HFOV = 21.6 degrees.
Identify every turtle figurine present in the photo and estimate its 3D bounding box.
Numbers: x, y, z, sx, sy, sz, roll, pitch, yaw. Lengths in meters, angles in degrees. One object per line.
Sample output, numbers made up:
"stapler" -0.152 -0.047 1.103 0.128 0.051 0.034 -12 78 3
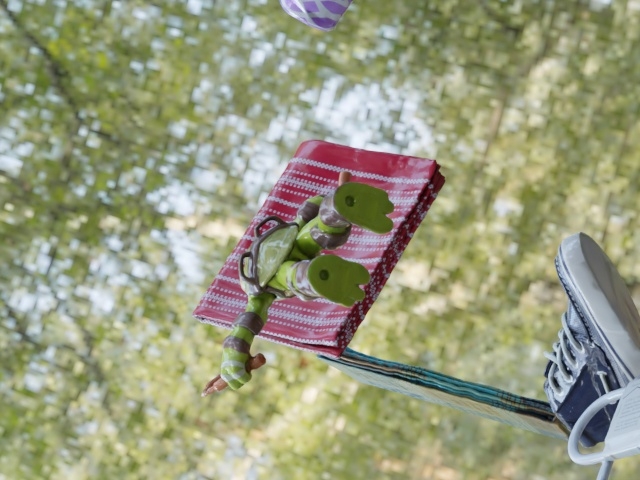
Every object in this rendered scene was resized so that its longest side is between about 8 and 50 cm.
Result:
"turtle figurine" -0.018 0.010 1.478 0.087 0.217 0.269 41 -117 -12

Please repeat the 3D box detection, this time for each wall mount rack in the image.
"wall mount rack" 0.473 0.192 2.026 0.130 0.350 0.304 41 -126 -17

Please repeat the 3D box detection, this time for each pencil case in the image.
"pencil case" 0.027 -0.352 2.006 0.086 0.088 0.206 24 -64 -21

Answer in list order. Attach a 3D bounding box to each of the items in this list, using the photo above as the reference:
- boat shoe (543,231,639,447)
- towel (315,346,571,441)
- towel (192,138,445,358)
"boat shoe" 0.344 0.144 2.176 0.340 0.158 0.127 55 -157 -30
"towel" 0.199 0.228 2.541 0.271 0.370 0.040 39 -114 -71
"towel" 0.000 0.000 1.877 0.275 0.199 0.031 -58 -35 -29
